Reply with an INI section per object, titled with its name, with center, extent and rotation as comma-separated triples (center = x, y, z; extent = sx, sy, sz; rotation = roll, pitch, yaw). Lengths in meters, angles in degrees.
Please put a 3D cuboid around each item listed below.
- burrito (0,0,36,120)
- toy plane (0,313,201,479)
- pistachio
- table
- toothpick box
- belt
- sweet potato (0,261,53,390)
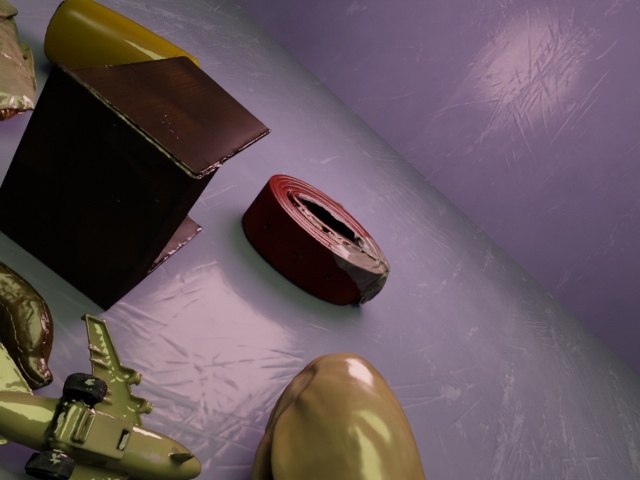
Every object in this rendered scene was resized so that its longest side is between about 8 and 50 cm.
[burrito]
center = -0.546, -0.318, 0.828
extent = 0.117, 0.076, 0.392
rotation = 12, 37, -46
[toy plane]
center = -0.217, 0.188, 0.466
extent = 0.244, 0.092, 0.229
rotation = 29, 48, -24
[pistachio]
center = 0.034, 0.282, 0.548
extent = 0.214, 0.193, 0.318
rotation = 3, 54, -36
[table]
center = -0.248, -0.101, 0.700
extent = 0.196, 0.250, 0.282
rotation = 38, 27, -4
[toothpick box]
center = -0.400, -0.357, 0.984
extent = 0.271, 0.175, 0.175
rotation = 29, 28, -15
[belt]
center = 0.000, 0.000, 1.029
extent = 0.324, 0.115, 0.227
rotation = 37, 27, -10
[sweet potato]
center = -0.355, 0.060, 0.520
extent = 0.233, 0.062, 0.081
rotation = 44, 44, -2
